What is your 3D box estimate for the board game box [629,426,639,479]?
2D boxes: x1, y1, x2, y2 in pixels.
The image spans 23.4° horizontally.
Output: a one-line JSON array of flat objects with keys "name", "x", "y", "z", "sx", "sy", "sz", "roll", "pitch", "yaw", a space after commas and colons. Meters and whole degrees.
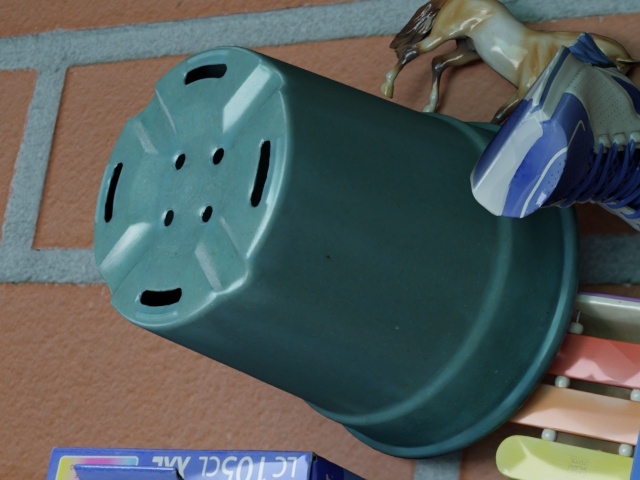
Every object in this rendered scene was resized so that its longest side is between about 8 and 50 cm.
[{"name": "board game box", "x": 0.319, "y": 0.334, "z": 1.166, "sx": 0.233, "sy": 0.078, "sz": 0.347, "roll": 28, "pitch": 116, "yaw": 51}]

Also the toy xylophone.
[{"name": "toy xylophone", "x": 0.266, "y": 0.206, "z": 1.372, "sx": 0.236, "sy": 0.081, "sz": 0.323, "roll": 0, "pitch": 72, "yaw": 29}]

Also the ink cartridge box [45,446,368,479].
[{"name": "ink cartridge box", "x": -0.065, "y": 0.279, "z": 1.341, "sx": 0.270, "sy": 0.395, "sz": 0.151, "roll": -3, "pitch": 70, "yaw": 28}]

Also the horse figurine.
[{"name": "horse figurine", "x": 0.174, "y": -0.180, "z": 1.582, "sx": 0.263, "sy": 0.066, "sz": 0.174, "roll": 38, "pitch": 100, "yaw": 31}]

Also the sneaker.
[{"name": "sneaker", "x": 0.259, "y": -0.080, "z": 1.361, "sx": 0.182, "sy": 0.315, "sz": 0.127, "roll": 37, "pitch": 116, "yaw": 5}]

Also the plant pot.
[{"name": "plant pot", "x": 0.000, "y": 0.000, "z": 1.399, "sx": 0.341, "sy": 0.334, "sz": 0.341, "roll": -21, "pitch": 60, "yaw": 40}]
